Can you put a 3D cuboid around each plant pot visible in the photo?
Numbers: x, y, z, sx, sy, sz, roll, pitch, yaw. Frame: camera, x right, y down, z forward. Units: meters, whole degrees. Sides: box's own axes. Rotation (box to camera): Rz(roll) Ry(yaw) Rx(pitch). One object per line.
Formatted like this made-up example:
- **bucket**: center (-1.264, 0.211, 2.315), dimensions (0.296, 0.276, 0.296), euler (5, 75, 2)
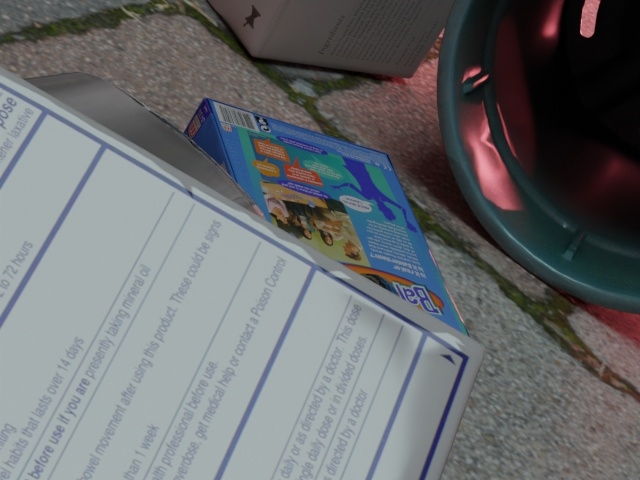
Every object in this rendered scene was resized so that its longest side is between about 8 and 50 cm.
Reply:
- **plant pot**: center (0.296, -0.148, 1.549), dimensions (0.341, 0.341, 0.334), euler (36, 21, 4)

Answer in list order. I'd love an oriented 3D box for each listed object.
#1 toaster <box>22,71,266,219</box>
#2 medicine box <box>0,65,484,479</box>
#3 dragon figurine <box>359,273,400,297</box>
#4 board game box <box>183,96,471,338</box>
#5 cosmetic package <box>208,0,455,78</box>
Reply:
- **toaster**: center (-0.129, -0.003, 1.081), dimensions (0.227, 0.129, 0.146), euler (38, 27, 11)
- **medicine box**: center (-0.111, 0.107, 0.829), dimensions (0.289, 0.149, 0.263), euler (30, 51, -6)
- **dragon figurine**: center (-0.007, 0.087, 1.065), dimensions (0.144, 0.085, 0.289), euler (30, 43, -23)
- **board game box**: center (0.000, 0.000, 1.285), dimensions (0.160, 0.047, 0.210), euler (16, 33, -29)
- **cosmetic package**: center (0.011, -0.245, 1.556), dimensions (0.184, 0.151, 0.151), euler (3, 40, -42)
